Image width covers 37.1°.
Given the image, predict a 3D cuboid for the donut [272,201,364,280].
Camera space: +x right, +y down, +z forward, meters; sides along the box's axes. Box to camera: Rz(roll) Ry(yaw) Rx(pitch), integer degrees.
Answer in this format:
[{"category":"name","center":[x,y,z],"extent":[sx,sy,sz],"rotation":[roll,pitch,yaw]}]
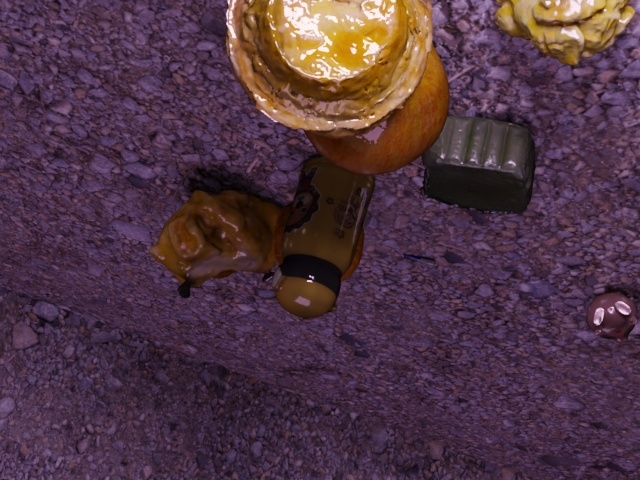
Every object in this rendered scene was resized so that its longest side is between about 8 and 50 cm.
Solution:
[{"category":"donut","center":[-0.003,0.003,2.253],"extent":[0.226,0.226,0.114],"rotation":[28,157,-24]}]

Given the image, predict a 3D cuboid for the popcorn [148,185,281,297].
[{"category":"popcorn","center":[-0.265,-0.012,2.366],"extent":[0.316,0.281,0.297],"rotation":[-1,154,-48]}]

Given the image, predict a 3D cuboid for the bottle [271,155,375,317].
[{"category":"bottle","center":[0.000,0.000,2.078],"extent":[0.171,0.351,0.171],"rotation":[13,154,6]}]

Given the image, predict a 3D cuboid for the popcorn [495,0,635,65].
[{"category":"popcorn","center":[0.350,-0.355,1.380],"extent":[0.173,0.168,0.195],"rotation":[19,-162,-47]}]

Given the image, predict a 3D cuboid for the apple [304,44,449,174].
[{"category":"apple","center":[0.092,-0.253,1.613],"extent":[0.264,0.264,0.264],"rotation":[14,155,6]}]

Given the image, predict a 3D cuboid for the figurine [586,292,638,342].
[{"category":"figurine","center":[0.707,0.188,2.308],"extent":[0.125,0.125,0.138],"rotation":[6,164,21]}]

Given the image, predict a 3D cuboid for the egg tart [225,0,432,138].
[{"category":"egg tart","center":[0.014,-0.319,1.429],"extent":[0.341,0.341,0.129],"rotation":[18,-178,-2]}]

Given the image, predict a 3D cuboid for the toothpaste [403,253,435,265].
[{"category":"toothpaste","center":[0.251,0.049,2.430],"extent":[0.083,0.015,0.024],"rotation":[13,157,20]}]

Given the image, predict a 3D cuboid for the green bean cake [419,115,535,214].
[{"category":"green bean cake","center":[0.306,-0.143,1.868],"extent":[0.223,0.125,0.227],"rotation":[7,156,14]}]
